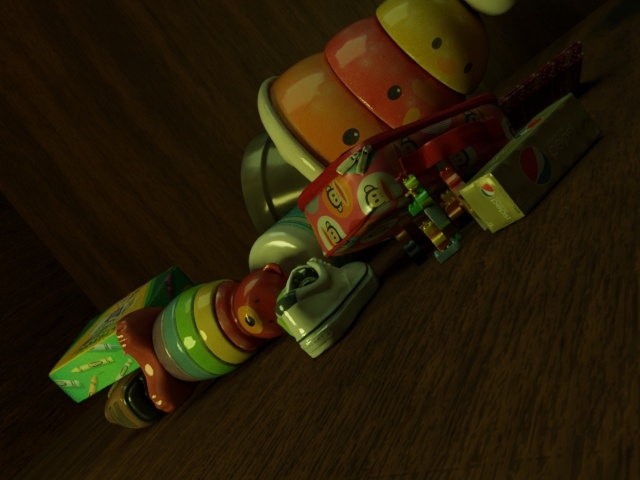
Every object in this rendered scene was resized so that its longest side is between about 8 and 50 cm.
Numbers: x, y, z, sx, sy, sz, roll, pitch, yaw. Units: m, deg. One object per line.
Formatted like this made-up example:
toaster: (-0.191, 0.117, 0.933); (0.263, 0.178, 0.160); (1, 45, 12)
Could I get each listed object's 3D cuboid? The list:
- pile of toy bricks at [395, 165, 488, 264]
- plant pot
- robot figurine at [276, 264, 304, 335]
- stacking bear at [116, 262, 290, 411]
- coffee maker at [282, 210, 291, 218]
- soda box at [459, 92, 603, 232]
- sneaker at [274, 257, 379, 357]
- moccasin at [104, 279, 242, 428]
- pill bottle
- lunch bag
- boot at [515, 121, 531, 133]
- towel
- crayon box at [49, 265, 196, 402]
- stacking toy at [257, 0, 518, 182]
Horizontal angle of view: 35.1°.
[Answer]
pile of toy bricks: (0.133, -0.043, 1.238); (0.118, 0.105, 0.212); (-39, 3, 5)
plant pot: (0.021, -0.142, 2.375); (0.280, 0.323, 0.323); (-17, 15, 34)
robot figurine: (-0.026, 0.090, 1.491); (0.115, 0.067, 0.101); (-50, -16, -71)
stacking bear: (-0.154, 0.134, 1.628); (0.289, 0.175, 0.164); (-27, 5, 30)
coffee maker: (-0.027, 0.024, 1.954); (0.178, 0.120, 0.171); (-46, -21, 26)
soda box: (0.235, -0.088, 1.117); (0.181, 0.061, 0.058); (-42, 4, -34)
sneaker: (0.009, 0.060, 1.298); (0.094, 0.091, 0.258); (-38, 4, 16)
moccasin: (-0.260, 0.213, 1.927); (0.147, 0.139, 0.380); (-20, 27, 52)
pill bottle: (0.000, 0.000, 1.731); (0.146, 0.146, 0.264); (-36, 5, 38)
lunch bag: (0.132, -0.095, 1.411); (0.293, 0.120, 0.258); (-24, -9, -30)
boot: (0.281, -0.142, 1.588); (0.106, 0.037, 0.114); (-42, 9, -18)
towel: (0.325, -0.209, 1.687); (0.275, 0.031, 0.199); (-38, -14, 4)
crayon box: (-0.356, 0.173, 1.852); (0.278, 0.081, 0.165); (-31, 19, 35)
stacking toy: (0.153, -0.300, 1.668); (0.480, 0.350, 0.350); (-50, -2, 24)
